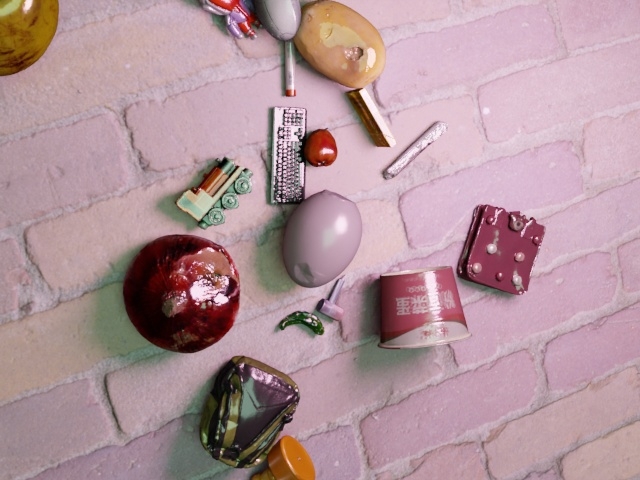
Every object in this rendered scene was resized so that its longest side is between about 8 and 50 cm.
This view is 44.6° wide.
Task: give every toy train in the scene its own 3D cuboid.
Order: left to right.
[{"bbox_3d":[-0.237,-0.112,1.777,0.118,0.074,0.176,40,86,-16],"label":"toy train"}]

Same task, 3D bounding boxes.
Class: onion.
[{"bbox_3d":[-0.302,0.119,1.722,0.272,0.195,0.272,-1,95,-9],"label":"onion"}]

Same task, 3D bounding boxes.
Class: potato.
[{"bbox_3d":[0.046,-0.453,1.785,0.234,0.146,0.150,35,129,-15],"label":"potato"}]

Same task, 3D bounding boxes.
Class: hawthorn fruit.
[{"bbox_3d":[0.001,-0.223,1.844,0.081,0.081,0.093,2,71,-19],"label":"hawthorn fruit"}]

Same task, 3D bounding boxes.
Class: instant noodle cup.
[{"bbox_3d":[0.242,0.161,1.907,0.234,0.235,0.178,-8,90,-18],"label":"instant noodle cup"}]

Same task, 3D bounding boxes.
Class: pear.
[{"bbox_3d":[-0.634,-0.452,1.489,0.283,0.283,0.284,-3,98,-19],"label":"pear"}]

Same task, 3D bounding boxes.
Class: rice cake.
[{"bbox_3d":[0.236,-0.225,1.942,0.207,0.033,0.033,-42,106,-9],"label":"rice cake"}]

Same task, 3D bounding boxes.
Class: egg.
[{"bbox_3d":[0.000,0.000,1.817,0.176,0.176,0.232,27,94,-20],"label":"egg"}]

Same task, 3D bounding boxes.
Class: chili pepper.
[{"bbox_3d":[-0.041,0.199,1.906,0.118,0.035,0.055,11,77,-24],"label":"chili pepper"}]

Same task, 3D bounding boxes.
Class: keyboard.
[{"bbox_3d":[-0.076,-0.199,1.844,0.093,0.025,0.230,-2,98,-22],"label":"keyboard"}]

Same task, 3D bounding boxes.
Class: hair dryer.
[{"bbox_3d":[0.041,0.136,1.928,0.063,0.037,0.114,28,81,-22],"label":"hair dryer"}]

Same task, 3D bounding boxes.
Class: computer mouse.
[{"bbox_3d":[-0.107,-0.554,1.721,0.068,0.113,0.229,-12,87,-50],"label":"computer mouse"}]

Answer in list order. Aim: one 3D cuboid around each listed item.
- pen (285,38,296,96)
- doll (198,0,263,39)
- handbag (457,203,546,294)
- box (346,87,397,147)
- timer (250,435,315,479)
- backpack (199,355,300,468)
[{"bbox_3d":[-0.070,-0.453,1.807,0.028,0.028,0.239,-3,99,-19],"label":"pen"},{"bbox_3d":[-0.216,-0.536,1.721,0.227,0.075,0.102,37,70,-30],"label":"doll"},{"bbox_3d":[0.477,0.023,2.040,0.203,0.074,0.216,19,91,-21],"label":"handbag"},{"bbox_3d":[0.121,-0.292,1.865,0.022,0.089,0.156,-35,108,-11],"label":"box"},{"bbox_3d":[-0.109,0.571,1.904,0.152,0.132,0.132,-37,109,13],"label":"timer"},{"bbox_3d":[-0.172,0.411,1.834,0.207,0.140,0.253,28,84,-18],"label":"backpack"}]
